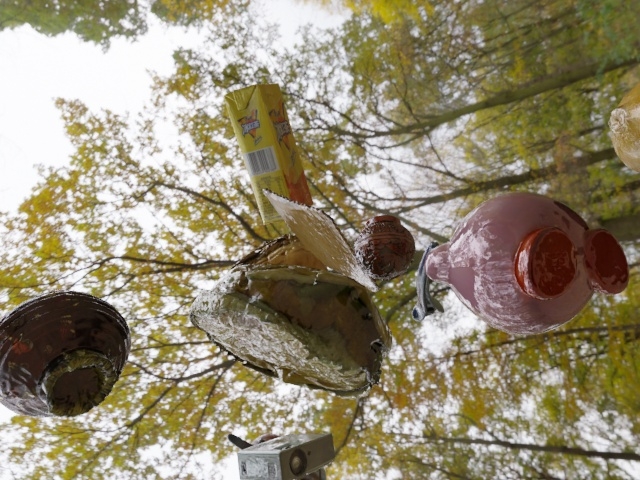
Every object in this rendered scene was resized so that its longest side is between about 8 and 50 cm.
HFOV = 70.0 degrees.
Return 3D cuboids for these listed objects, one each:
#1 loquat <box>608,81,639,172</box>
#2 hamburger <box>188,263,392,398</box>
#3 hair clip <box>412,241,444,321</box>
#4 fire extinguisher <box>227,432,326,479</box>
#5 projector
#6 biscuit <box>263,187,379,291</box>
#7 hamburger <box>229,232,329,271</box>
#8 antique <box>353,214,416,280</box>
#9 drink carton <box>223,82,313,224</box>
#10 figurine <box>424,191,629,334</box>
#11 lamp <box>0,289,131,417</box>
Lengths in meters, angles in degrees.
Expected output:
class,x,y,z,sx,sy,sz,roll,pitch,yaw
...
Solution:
class,x,y,z,sx,sy,sz,roll,pitch,yaw
loquat,0.549,-0.172,0.662,0.187,0.234,0.176,-44,-43,-71
hamburger,-0.032,0.125,0.664,0.134,0.265,0.285,-64,-29,-28
hair clip,0.251,0.102,1.067,0.275,0.083,0.048,74,-179,-50
fire extinguisher,-0.070,0.569,1.142,0.376,0.200,0.113,58,-141,-47
projector,-0.059,0.398,0.835,0.147,0.115,0.061,8,-113,-51
biscuit,0.000,0.000,0.901,0.013,0.232,0.237,-47,-52,-15
hamburger,-0.109,0.143,1.276,0.318,0.158,0.319,-8,-67,-19
antique,0.102,0.016,0.728,0.104,0.104,0.104,20,-118,-43
drink carton,-0.133,-0.236,1.236,0.154,0.111,0.351,-48,-56,-64
figurine,0.230,0.027,0.537,0.173,0.173,0.173,20,-118,-43
lamp,-0.462,0.207,0.820,0.247,0.247,0.247,20,-118,-43
